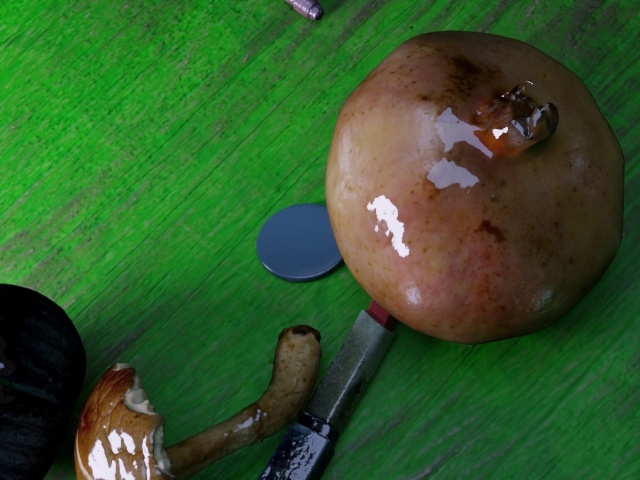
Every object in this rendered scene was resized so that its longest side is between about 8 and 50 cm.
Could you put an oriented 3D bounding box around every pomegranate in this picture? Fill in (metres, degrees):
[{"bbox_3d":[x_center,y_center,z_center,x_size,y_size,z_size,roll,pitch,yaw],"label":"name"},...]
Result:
[{"bbox_3d":[0.163,-0.067,1.388,0.338,0.338,0.338,-4,64,8],"label":"pomegranate"}]

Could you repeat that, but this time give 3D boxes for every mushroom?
[{"bbox_3d":[-0.121,0.200,1.346,0.301,0.208,0.233,-40,47,2],"label":"mushroom"}]

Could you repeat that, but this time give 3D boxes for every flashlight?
[{"bbox_3d":[-0.040,-0.320,1.711,0.110,0.031,0.052,41,52,20],"label":"flashlight"}]

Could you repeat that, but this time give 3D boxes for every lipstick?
[{"bbox_3d":[0.020,0.168,1.448,0.051,0.051,0.312,23,70,22],"label":"lipstick"}]

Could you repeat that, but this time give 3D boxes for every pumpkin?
[{"bbox_3d":[-0.329,0.176,1.426,0.248,0.248,0.248,-4,64,8],"label":"pumpkin"}]

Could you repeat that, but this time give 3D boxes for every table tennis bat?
[{"bbox_3d":[0.000,0.000,1.553,0.155,0.019,0.100,-6,63,9],"label":"table tennis bat"}]
